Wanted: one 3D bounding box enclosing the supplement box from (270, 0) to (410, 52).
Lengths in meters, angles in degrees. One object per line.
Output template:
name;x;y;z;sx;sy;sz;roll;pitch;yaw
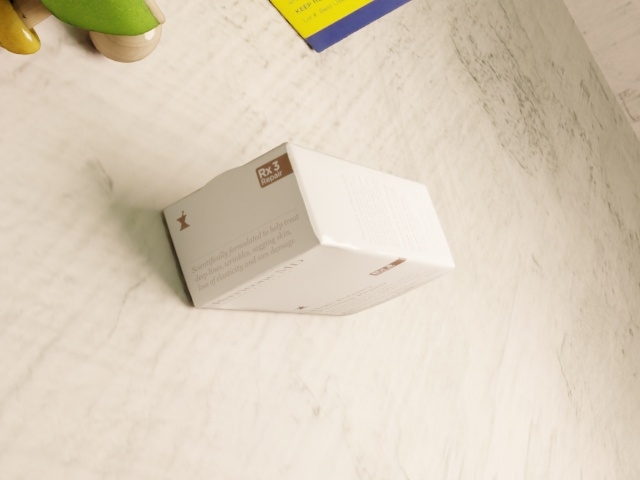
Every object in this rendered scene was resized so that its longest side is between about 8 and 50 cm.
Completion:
supplement box;-0.025;-0.393;1.091;0.356;0.194;0.195;45;32;-35

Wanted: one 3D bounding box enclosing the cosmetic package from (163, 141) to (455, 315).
cosmetic package;0.000;0.000;0.882;0.231;0.117;0.086;6;61;-59

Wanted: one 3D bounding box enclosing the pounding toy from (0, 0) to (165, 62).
pounding toy;-0.192;-0.182;0.731;0.183;0.110;0.237;56;-1;-2
